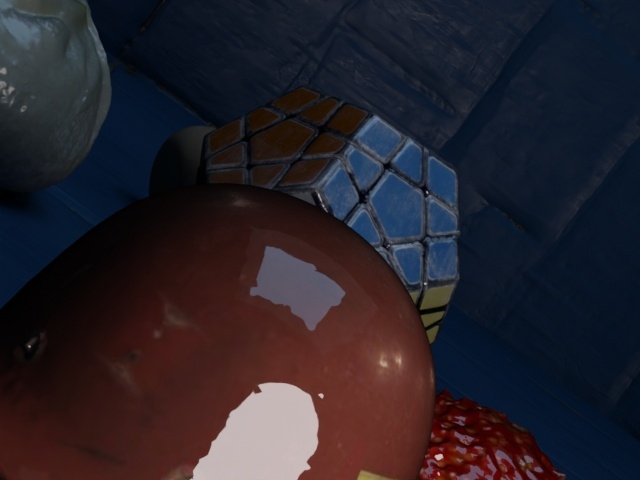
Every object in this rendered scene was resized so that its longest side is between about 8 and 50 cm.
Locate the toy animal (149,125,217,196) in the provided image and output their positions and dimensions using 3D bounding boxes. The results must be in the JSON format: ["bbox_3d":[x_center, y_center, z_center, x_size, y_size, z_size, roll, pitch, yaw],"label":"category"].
[{"bbox_3d":[-0.117,-0.052,2.107,0.154,0.166,0.250,16,13,-47],"label":"toy animal"}]

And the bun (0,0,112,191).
[{"bbox_3d":[-0.354,-0.209,1.695,0.362,0.211,0.362,38,5,-4],"label":"bun"}]

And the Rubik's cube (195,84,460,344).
[{"bbox_3d":[0.000,0.000,1.758,0.319,0.319,0.264,34,-31,-25],"label":"Rubik's cube"}]

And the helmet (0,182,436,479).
[{"bbox_3d":[-0.054,0.080,1.156,0.337,0.230,0.385,40,5,23],"label":"helmet"}]

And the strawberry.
[{"bbox_3d":[0.112,0.200,1.622,0.306,0.138,0.233,40,8,17],"label":"strawberry"}]
